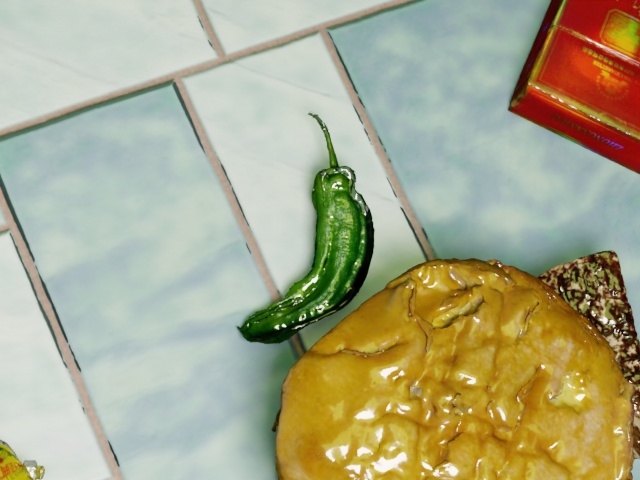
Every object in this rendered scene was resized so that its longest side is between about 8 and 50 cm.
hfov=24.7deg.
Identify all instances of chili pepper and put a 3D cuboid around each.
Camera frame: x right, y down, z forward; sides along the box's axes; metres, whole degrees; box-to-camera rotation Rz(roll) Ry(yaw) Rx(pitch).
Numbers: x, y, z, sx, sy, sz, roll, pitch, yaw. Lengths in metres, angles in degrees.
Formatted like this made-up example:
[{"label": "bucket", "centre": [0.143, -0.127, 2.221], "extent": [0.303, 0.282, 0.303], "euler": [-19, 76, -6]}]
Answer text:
[{"label": "chili pepper", "centre": [0.001, 0.000, 1.685], "extent": [0.122, 0.065, 0.279], "euler": [20, 72, -10]}]

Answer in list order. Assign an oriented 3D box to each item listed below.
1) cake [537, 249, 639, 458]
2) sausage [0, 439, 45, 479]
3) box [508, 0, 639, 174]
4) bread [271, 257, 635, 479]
[{"label": "cake", "centre": [0.297, 0.145, 1.680], "extent": [0.135, 0.112, 0.246], "euler": [-11, 78, -13]}, {"label": "sausage", "centre": [-0.430, 0.310, 1.450], "extent": [0.347, 0.123, 0.123], "euler": [-32, 81, -21]}, {"label": "box", "centre": [0.386, -0.264, 1.851], "extent": [0.197, 0.089, 0.313], "euler": [26, 69, -4]}, {"label": "bread", "centre": [0.145, 0.219, 1.563], "extent": [0.398, 0.215, 0.398], "euler": [5, 72, -14]}]
